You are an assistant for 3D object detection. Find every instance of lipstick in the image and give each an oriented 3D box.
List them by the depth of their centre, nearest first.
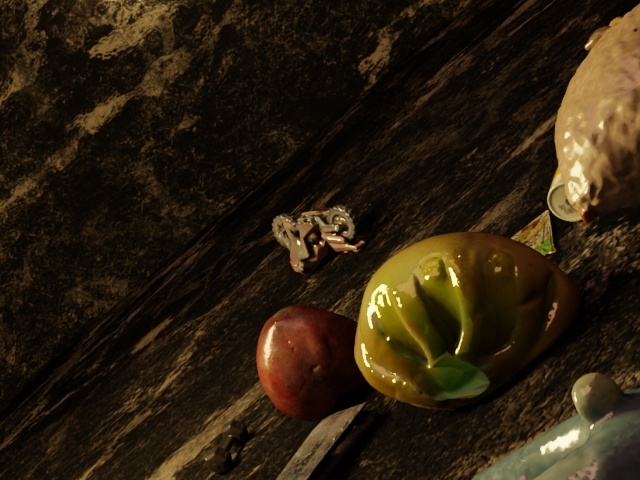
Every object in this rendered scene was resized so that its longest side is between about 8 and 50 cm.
[{"bbox_3d":[0.342,-0.116,1.560,0.059,0.059,0.264,-33,15,36],"label":"lipstick"}]

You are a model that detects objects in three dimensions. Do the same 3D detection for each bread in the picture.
[{"bbox_3d":[0.133,0.080,1.320,0.261,0.156,0.158,-36,12,31],"label":"bread"}]

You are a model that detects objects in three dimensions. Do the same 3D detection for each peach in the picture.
[{"bbox_3d":[-0.014,0.150,1.566,0.152,0.152,0.152,-40,13,11],"label":"peach"}]

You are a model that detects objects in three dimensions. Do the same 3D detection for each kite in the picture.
[{"bbox_3d":[0.221,0.044,1.516,0.244,0.006,0.198,-48,14,-24],"label":"kite"}]

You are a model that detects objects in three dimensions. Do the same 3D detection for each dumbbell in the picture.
[{"bbox_3d":[-0.131,0.288,1.708,0.040,0.036,0.083,-32,16,35],"label":"dumbbell"}]

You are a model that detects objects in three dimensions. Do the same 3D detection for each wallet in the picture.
[{"bbox_3d":[-0.007,0.263,1.433,0.166,0.030,0.111,-49,9,-33],"label":"wallet"}]

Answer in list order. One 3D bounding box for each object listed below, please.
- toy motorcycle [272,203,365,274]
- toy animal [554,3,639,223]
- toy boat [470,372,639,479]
[{"bbox_3d":[0.000,0.000,2.151,0.084,0.118,0.212,-27,13,-40],"label":"toy motorcycle"},{"bbox_3d":[0.368,-0.154,1.313,0.358,0.188,0.226,-47,3,-16],"label":"toy animal"},{"bbox_3d":[0.132,0.202,0.879,0.330,0.123,0.215,-35,-3,27],"label":"toy boat"}]
